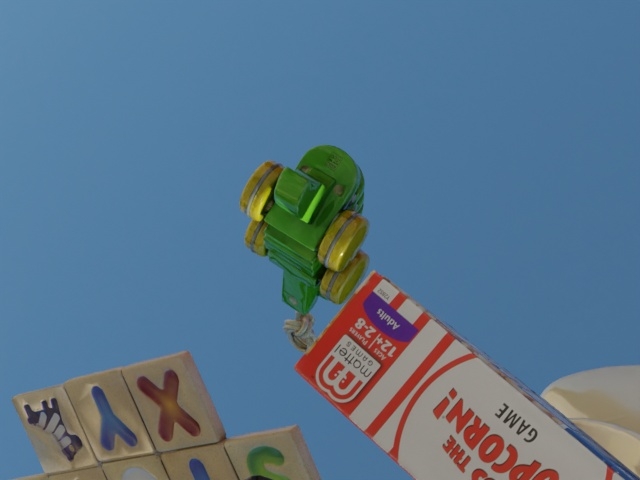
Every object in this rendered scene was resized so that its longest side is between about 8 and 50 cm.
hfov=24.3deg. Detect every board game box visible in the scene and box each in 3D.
[{"bbox_3d":[0.089,0.093,0.525,0.147,0.193,0.045,40,-89,30],"label":"board game box"}]

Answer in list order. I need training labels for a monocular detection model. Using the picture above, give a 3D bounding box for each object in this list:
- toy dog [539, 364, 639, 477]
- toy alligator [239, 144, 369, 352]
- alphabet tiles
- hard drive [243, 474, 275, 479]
[{"bbox_3d":[0.247,0.318,1.101,0.395,0.284,0.408,16,-70,60],"label":"toy dog"},{"bbox_3d":[0.000,0.000,0.726,0.056,0.190,0.051,32,-110,16],"label":"toy alligator"},{"bbox_3d":[-0.073,0.238,0.931,0.285,0.343,0.011,-16,-170,41],"label":"alphabet tiles"},{"bbox_3d":[-0.025,0.136,0.604,0.135,0.094,0.022,-36,-143,48],"label":"hard drive"}]
